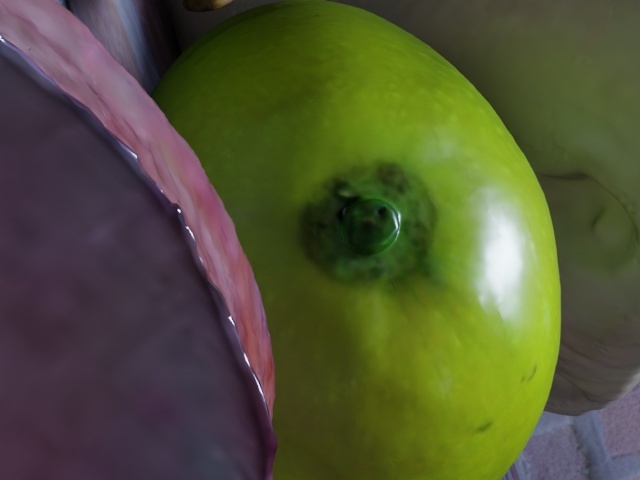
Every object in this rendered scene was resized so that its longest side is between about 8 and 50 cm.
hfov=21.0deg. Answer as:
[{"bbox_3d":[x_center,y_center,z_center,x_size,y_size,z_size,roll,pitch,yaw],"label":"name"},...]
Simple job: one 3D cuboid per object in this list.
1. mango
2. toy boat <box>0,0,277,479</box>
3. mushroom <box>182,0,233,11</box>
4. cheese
[{"bbox_3d":[0.000,0.000,0.689,0.343,0.156,0.192,-112,-167,-76],"label":"mango"},{"bbox_3d":[-0.089,-0.033,0.448,0.206,0.096,0.282,54,4,-20],"label":"toy boat"},{"bbox_3d":[-0.048,-0.229,0.688,0.263,0.195,0.283,-140,-149,-62],"label":"mushroom"},{"bbox_3d":[0.077,-0.078,0.842,0.351,0.129,0.328,47,-18,1],"label":"cheese"}]
